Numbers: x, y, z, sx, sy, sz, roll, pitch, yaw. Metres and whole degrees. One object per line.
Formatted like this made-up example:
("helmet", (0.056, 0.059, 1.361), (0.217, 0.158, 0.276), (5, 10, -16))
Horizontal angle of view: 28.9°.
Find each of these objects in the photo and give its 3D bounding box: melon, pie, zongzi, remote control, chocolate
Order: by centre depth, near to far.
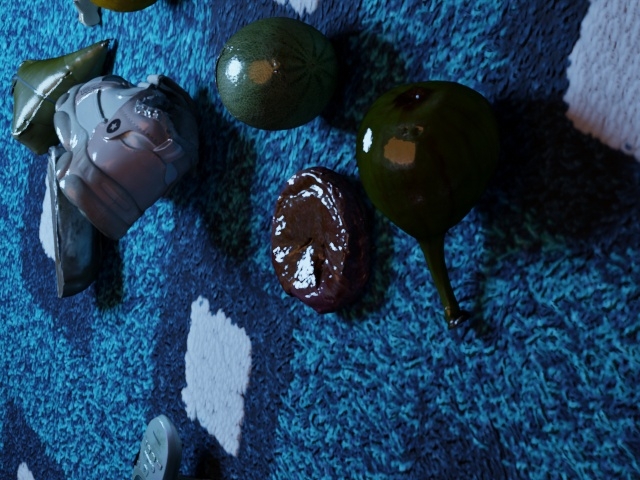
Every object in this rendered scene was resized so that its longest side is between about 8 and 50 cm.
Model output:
("melon", (-0.055, -0.201, 1.508), (0.192, 0.139, 0.139), (2, 94, 60))
("pie", (0.000, 0.000, 1.517), (0.182, 0.049, 0.182), (8, 100, 52))
("remote control", (-0.256, 0.372, 1.893), (0.097, 0.045, 0.256), (54, 132, 44))
("chocolate", (-0.423, -0.034, 2.154), (0.157, 0.080, 0.254), (132, 132, -70))
("zongzi", (-0.455, -0.303, 2.191), (0.256, 0.115, 0.228), (-52, 32, 21))

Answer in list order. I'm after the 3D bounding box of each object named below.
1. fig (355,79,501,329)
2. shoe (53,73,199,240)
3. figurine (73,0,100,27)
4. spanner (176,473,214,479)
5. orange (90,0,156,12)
("fig", (0.125, -0.042, 1.286), (0.151, 0.151, 0.259), (36, 150, 51))
("shoe", (-0.269, -0.156, 1.849), (0.198, 0.172, 0.351), (-35, 35, 14))
("figurine", (-0.406, -0.407, 2.145), (0.050, 0.047, 0.083), (-174, 75, -73))
("spanner", (-0.245, 0.410, 1.947), (0.325, 0.040, 0.096), (-9, 82, 56))
("orange", (-0.299, -0.434, 1.870), (0.177, 0.155, 0.178), (19, 116, 45))
